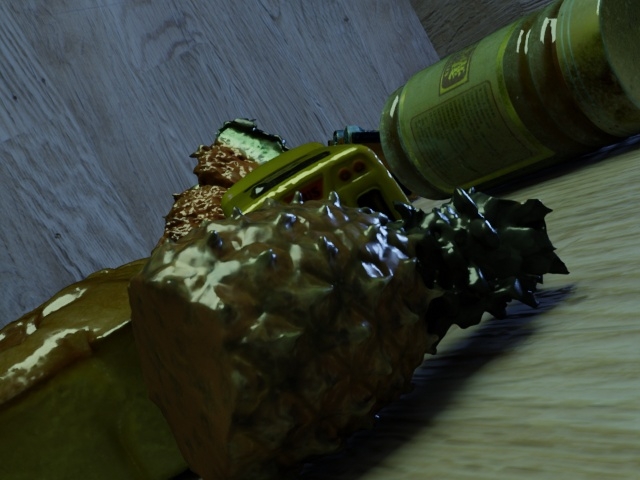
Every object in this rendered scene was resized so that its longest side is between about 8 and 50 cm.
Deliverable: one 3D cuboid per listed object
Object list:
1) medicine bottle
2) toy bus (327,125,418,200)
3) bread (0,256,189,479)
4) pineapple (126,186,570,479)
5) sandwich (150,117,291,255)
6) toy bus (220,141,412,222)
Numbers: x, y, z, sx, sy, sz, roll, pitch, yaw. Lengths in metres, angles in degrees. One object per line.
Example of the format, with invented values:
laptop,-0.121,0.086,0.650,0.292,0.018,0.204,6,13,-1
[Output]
medicine bottle,0.211,-0.146,1.109,0.151,0.151,0.322,-34,8,-37
toy bus,0.073,-0.101,1.517,0.098,0.114,0.201,-2,3,-10
bread,-0.170,0.108,0.804,0.270,0.148,0.270,-28,6,3
pineapple,0.035,0.035,0.635,0.279,0.157,0.158,-18,1,-26
sandwich,-0.133,-0.018,1.656,0.301,0.250,0.162,-42,-32,-24
toy bus,0.000,0.000,0.900,0.145,0.151,0.331,-32,7,-4
